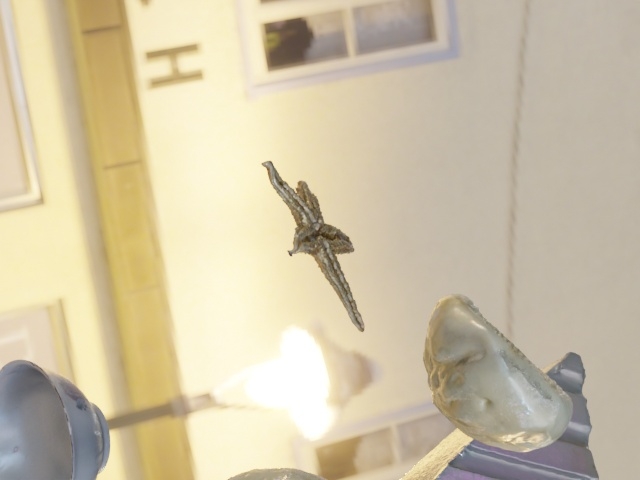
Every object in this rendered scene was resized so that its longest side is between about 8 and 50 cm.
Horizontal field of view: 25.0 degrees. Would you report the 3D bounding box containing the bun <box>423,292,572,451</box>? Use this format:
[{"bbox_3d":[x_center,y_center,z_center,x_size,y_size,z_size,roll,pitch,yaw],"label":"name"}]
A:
[{"bbox_3d":[0.159,0.139,1.428,0.183,0.102,0.183,45,2,-3],"label":"bun"}]

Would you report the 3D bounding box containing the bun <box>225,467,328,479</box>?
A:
[{"bbox_3d":[-0.050,0.462,2.148,0.168,0.272,0.273,-20,98,-74],"label":"bun"}]

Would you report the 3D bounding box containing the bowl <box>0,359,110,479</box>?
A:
[{"bbox_3d":[-0.281,0.216,1.545,0.189,0.086,0.189,4,-84,48],"label":"bowl"}]

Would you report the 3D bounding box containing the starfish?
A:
[{"bbox_3d":[0.005,-0.003,2.184,0.295,0.048,0.231,58,17,-4],"label":"starfish"}]

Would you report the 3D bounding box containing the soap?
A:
[{"bbox_3d":[0.199,0.256,1.839,0.159,0.302,0.258,-38,-137,46],"label":"soap"}]
